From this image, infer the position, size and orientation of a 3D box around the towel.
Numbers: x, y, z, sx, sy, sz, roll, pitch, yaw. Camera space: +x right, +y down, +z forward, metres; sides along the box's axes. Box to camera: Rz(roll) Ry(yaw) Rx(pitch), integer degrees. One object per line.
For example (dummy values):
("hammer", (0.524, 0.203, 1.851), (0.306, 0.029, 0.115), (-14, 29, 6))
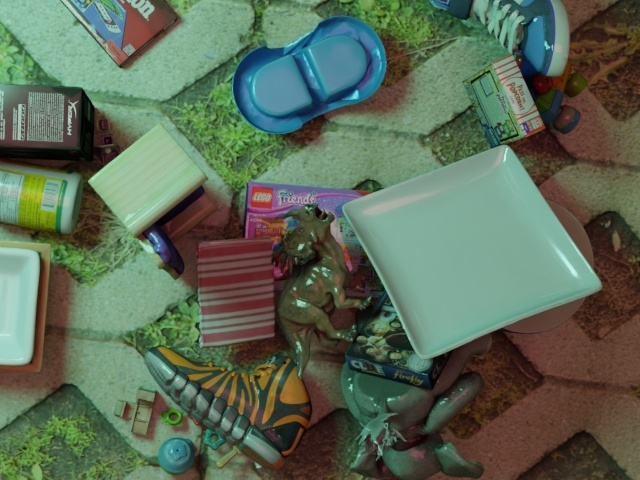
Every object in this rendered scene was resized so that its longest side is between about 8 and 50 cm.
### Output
("towel", (-0.154, 0.093, 1.739), (0.144, 0.029, 0.197), (-5, 102, -20))

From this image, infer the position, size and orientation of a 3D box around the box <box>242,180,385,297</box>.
("box", (0.000, 0.000, 1.809), (0.293, 0.057, 0.201), (5, 91, -7))

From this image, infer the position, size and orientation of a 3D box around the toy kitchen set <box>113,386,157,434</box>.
("toy kitchen set", (-0.342, 0.309, 1.752), (0.068, 0.075, 0.083), (14, 83, -6))

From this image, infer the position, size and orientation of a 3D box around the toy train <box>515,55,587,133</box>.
("toy train", (0.462, -0.337, 1.866), (0.143, 0.105, 0.248), (33, 65, -22))

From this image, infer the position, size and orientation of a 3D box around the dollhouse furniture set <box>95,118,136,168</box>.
("dollhouse furniture set", (-0.349, -0.185, 1.753), (0.114, 0.081, 0.091), (-8, 91, -8))

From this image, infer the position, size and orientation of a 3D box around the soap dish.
("soap dish", (-0.628, 0.109, 1.695), (0.291, 0.118, 0.229), (4, 89, -8))

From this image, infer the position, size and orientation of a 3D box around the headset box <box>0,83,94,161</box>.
("headset box", (-0.549, -0.203, 1.658), (0.293, 0.218, 0.110), (2, 89, -9))

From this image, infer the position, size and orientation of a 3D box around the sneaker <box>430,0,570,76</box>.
("sneaker", (0.302, -0.417, 1.748), (0.236, 0.130, 0.323), (-3, 54, -7))

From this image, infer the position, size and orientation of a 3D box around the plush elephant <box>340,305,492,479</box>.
("plush elephant", (0.169, 0.319, 1.745), (0.272, 0.255, 0.330), (3, 44, 26))

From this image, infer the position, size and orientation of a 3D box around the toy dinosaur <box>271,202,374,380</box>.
("toy dinosaur", (-0.021, 0.088, 1.720), (0.200, 0.127, 0.296), (25, 94, -8))

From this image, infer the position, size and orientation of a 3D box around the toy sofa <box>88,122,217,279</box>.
("toy sofa", (-0.255, -0.054, 1.625), (0.150, 0.362, 0.177), (-40, 88, -7))

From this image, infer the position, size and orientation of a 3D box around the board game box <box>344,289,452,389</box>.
("board game box", (0.171, 0.144, 1.707), (0.243, 0.165, 0.042), (-55, 140, -35))

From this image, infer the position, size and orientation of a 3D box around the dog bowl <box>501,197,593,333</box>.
("dog bowl", (0.380, 0.045, 1.837), (0.265, 0.104, 0.265), (0, 89, -7))

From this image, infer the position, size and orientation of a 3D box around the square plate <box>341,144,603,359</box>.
("square plate", (0.259, 0.017, 1.697), (0.344, 0.049, 0.347), (-21, 57, -9))

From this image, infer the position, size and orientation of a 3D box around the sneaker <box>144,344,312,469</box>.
("sneaker", (-0.156, 0.260, 1.763), (0.321, 0.124, 0.180), (38, 66, -2))

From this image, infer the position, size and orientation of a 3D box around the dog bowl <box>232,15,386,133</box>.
("dog bowl", (-0.023, -0.305, 1.802), (0.297, 0.074, 0.166), (-25, 92, -7))

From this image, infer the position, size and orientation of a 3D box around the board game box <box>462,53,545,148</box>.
("board game box", (0.337, -0.254, 1.789), (0.045, 0.193, 0.147), (-25, 93, -7))

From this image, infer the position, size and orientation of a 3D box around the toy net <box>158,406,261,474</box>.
("toy net", (-0.184, 0.372, 1.793), (0.232, 0.045, 0.122), (3, 60, -10))

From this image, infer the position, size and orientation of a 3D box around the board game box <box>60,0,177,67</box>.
("board game box", (-0.411, -0.473, 1.776), (0.145, 0.027, 0.281), (-42, 95, -7))

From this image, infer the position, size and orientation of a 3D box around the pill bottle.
("pill bottle", (-0.537, -0.083, 1.709), (0.208, 0.117, 0.118), (10, 88, -8))
